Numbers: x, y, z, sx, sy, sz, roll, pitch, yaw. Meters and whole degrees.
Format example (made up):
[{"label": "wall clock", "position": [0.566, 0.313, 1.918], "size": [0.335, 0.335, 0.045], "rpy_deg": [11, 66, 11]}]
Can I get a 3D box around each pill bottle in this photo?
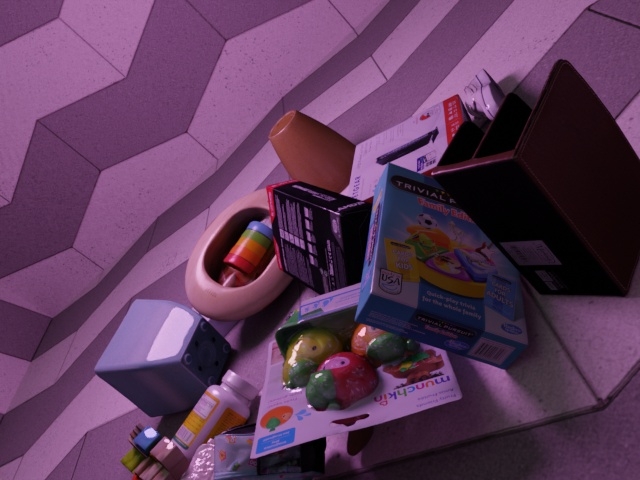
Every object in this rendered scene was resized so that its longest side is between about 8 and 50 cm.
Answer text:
[{"label": "pill bottle", "position": [-0.234, 0.405, 1.365], "size": [0.208, 0.117, 0.117], "rpy_deg": [-56, 25, -16]}]

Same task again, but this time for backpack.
[{"label": "backpack", "position": [-0.092, 0.386, 1.046], "size": [0.188, 0.166, 0.144], "rpy_deg": [1, 72, 9]}]

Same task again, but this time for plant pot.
[{"label": "plant pot", "position": [-0.396, 0.312, 1.636], "size": [0.252, 0.247, 0.248], "rpy_deg": [-11, 41, 33]}, {"label": "plant pot", "position": [-0.032, -0.279, 1.882], "size": [0.237, 0.254, 0.237], "rpy_deg": [-36, 28, 22]}]

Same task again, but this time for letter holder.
[{"label": "letter holder", "position": [0.351, -0.089, 0.910], "size": [0.152, 0.302, 0.214], "rpy_deg": [-6, 47, 56]}]

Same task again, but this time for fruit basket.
[{"label": "fruit basket", "position": [0.046, 0.203, 1.021], "size": [0.327, 0.165, 0.353], "rpy_deg": [-18, 12, 7]}]

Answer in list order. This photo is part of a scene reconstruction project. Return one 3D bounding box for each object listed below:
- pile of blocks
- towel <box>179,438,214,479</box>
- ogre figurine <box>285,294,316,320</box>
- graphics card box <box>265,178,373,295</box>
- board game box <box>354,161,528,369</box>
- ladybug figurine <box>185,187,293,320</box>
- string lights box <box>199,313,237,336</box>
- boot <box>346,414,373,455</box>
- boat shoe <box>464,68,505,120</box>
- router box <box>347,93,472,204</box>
[{"label": "pile of blocks", "position": [-0.383, 0.486, 1.308], "size": [0.112, 0.149, 0.362], "rpy_deg": [-45, -3, -29]}, {"label": "towel", "position": [-0.190, 0.513, 1.120], "size": [0.187, 0.049, 0.282], "rpy_deg": [2, 48, 19]}, {"label": "ogre figurine", "position": [-0.029, 0.204, 1.366], "size": [0.118, 0.096, 0.197], "rpy_deg": [-59, 4, 20]}, {"label": "graphics card box", "position": [0.000, 0.000, 1.396], "size": [0.094, 0.233, 0.371], "rpy_deg": [-16, 20, -24]}, {"label": "board game box", "position": [0.207, 0.028, 1.029], "size": [0.336, 0.253, 0.079], "rpy_deg": [-77, 8, -47]}, {"label": "ladybug figurine", "position": [-0.186, 0.043, 1.693], "size": [0.305, 0.162, 0.449], "rpy_deg": [28, 68, 24]}, {"label": "string lights box", "position": [-0.312, 0.186, 1.866], "size": [0.133, 0.077, 0.260], "rpy_deg": [-47, 24, 1]}, {"label": "boot", "position": [0.060, 0.330, 1.095], "size": [0.087, 0.042, 0.118], "rpy_deg": [-17, 37, 59]}, {"label": "boat shoe", "position": [0.395, -0.338, 1.462], "size": [0.088, 0.096, 0.267], "rpy_deg": [-40, 24, 26]}, {"label": "router box", "position": [0.220, -0.189, 1.441], "size": [0.301, 0.082, 0.335], "rpy_deg": [-25, 27, 22]}]
